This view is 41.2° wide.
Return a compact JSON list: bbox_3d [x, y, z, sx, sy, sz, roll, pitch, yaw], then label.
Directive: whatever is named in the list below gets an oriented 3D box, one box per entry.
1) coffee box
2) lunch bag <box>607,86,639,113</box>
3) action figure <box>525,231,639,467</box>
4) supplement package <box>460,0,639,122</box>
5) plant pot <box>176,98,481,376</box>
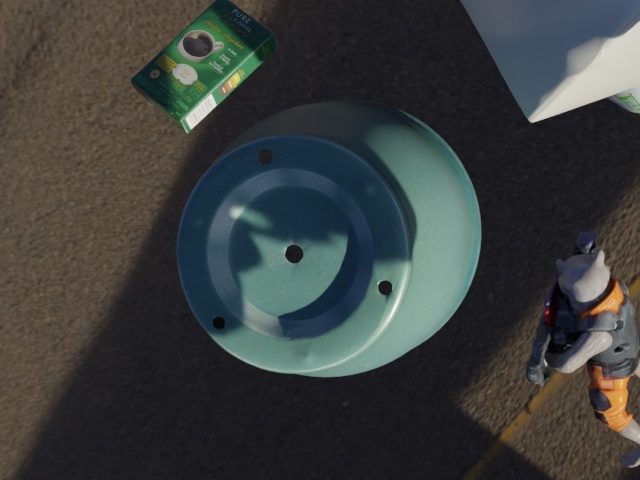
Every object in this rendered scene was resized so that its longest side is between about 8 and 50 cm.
[{"bbox_3d":[-0.161,-0.249,1.194,0.113,0.040,0.184,38,78,22],"label":"coffee box"},{"bbox_3d":[0.489,-0.341,1.221,0.303,0.115,0.243,-48,44,3],"label":"lunch bag"},{"bbox_3d":[0.453,0.129,1.317,0.178,0.341,0.330,-7,130,38],"label":"action figure"},{"bbox_3d":[0.274,-0.242,0.665,0.175,0.293,0.177,64,156,13],"label":"supplement package"},{"bbox_3d":[0.000,0.000,0.750,0.271,0.255,0.272,1,94,12],"label":"plant pot"}]
